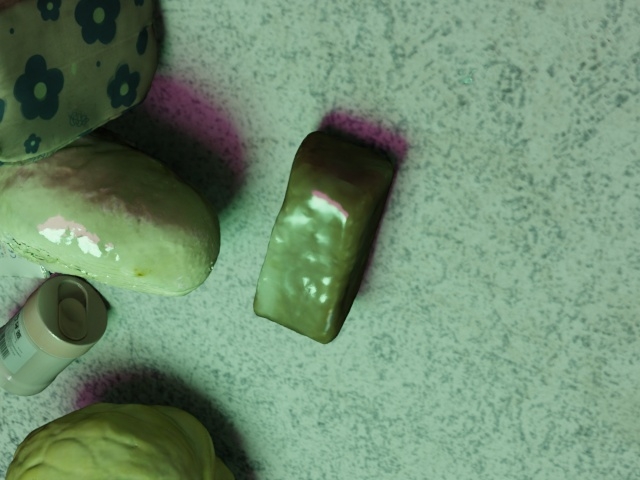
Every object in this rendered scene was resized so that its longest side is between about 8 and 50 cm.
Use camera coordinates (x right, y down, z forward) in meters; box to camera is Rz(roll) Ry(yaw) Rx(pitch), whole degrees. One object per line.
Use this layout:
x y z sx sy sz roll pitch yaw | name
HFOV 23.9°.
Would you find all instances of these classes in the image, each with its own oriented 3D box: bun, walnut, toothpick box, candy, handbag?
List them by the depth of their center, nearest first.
-0.312 -0.200 1.533 0.193 0.251 0.190 19 126 32 | handbag
0.000 0.000 1.601 0.104 0.102 0.234 24 133 11 | candy
-0.234 -0.035 1.625 0.273 0.273 0.168 19 85 15 | bun
-0.243 0.328 1.851 0.285 0.285 0.296 -8 145 32 | walnut
-0.341 0.119 1.869 0.098 0.098 0.149 44 132 -6 | toothpick box

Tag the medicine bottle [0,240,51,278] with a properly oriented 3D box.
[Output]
-0.417 -0.048 1.822 0.171 0.052 0.201 1 123 27 | medicine bottle
